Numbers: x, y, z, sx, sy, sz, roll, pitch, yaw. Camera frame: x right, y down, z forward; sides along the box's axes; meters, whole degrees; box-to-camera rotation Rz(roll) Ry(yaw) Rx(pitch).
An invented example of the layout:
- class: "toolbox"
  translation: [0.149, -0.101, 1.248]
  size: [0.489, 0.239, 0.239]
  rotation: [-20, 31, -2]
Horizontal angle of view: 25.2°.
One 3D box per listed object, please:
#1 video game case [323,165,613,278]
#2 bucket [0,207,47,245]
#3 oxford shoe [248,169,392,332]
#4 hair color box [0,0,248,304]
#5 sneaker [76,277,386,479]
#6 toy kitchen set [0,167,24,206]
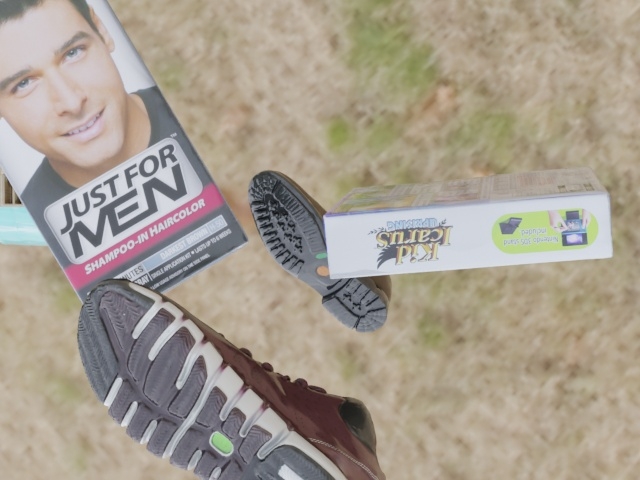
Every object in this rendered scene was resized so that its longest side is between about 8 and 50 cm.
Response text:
- class: "video game case"
  translation: [0.140, -0.020, 1.338]
  size: [0.244, 0.269, 0.061]
  rotation: [-4, 97, 8]
- class: "bucket"
  translation: [-0.402, -0.114, 2.210]
  size: [0.183, 0.281, 0.281]
  rotation: [0, 137, 2]
- class: "oxford shoe"
  translation: [0.000, 0.000, 1.667]
  size: [0.083, 0.096, 0.227]
  rotation: [-28, 110, 31]
- class: "hair color box"
  translation: [-0.250, -0.111, 1.525]
  size: [0.374, 0.185, 0.113]
  rotation: [59, 175, -1]
- class: "sneaker"
  translation: [-0.061, 0.131, 1.157]
  size: [0.281, 0.162, 0.106]
  rotation: [43, 112, 16]
- class: "toy kitchen set"
  translation: [-0.370, -0.084, 1.824]
  size: [0.083, 0.068, 0.075]
  rotation: [165, 105, -69]
